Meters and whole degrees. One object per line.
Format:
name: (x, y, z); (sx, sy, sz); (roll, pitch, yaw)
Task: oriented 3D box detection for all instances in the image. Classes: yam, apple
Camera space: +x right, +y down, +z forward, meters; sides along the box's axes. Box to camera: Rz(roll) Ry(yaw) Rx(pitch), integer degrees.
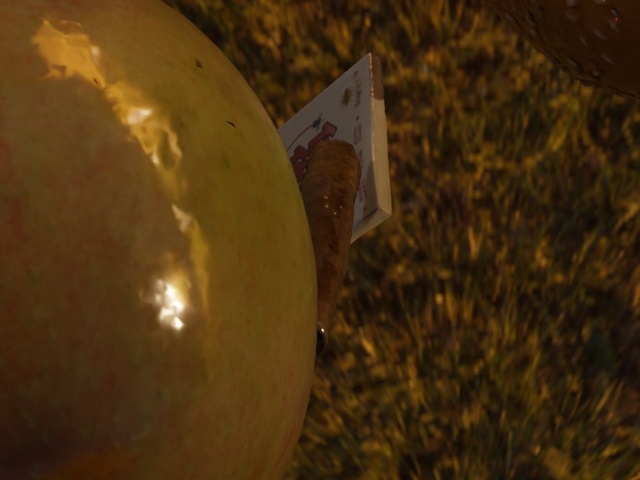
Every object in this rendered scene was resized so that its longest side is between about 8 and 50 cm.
yam: (0.000, 0.000, 1.347); (0.045, 0.327, 0.045); (22, 111, -4)
apple: (-0.152, 0.034, 0.921); (0.319, 0.319, 0.277); (-20, 56, 1)

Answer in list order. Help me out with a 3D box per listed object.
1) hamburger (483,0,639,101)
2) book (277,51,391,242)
hamburger: (0.298, -0.239, 1.622); (0.287, 0.445, 0.268); (41, 83, -4)
book: (-0.020, -0.037, 1.674); (0.022, 0.232, 0.162); (19, 51, -31)
